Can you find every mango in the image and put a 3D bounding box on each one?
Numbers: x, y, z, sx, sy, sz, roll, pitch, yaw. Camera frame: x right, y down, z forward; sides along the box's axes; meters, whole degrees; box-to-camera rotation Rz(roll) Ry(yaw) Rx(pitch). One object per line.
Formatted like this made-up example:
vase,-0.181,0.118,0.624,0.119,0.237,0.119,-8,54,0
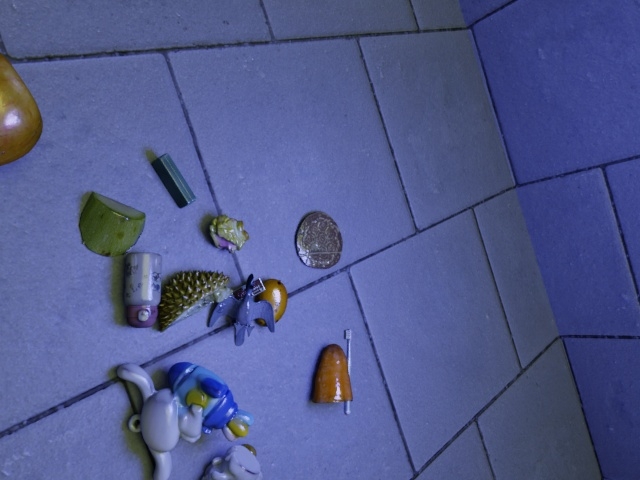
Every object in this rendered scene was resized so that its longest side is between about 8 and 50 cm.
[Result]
mango,-0.180,0.232,1.835,0.114,0.090,0.178,5,82,-23

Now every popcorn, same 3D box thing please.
popcorn,-0.328,-0.026,1.748,0.145,0.125,0.126,48,66,-9

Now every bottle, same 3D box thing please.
bottle,-0.560,0.157,1.546,0.109,0.109,0.234,6,78,-36

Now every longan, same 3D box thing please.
longan,-0.257,0.736,1.694,0.075,0.083,0.075,11,42,-11

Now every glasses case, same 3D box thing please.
glasses case,-0.499,-0.201,1.673,0.039,0.077,0.184,-40,107,-38

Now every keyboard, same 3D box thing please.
keyboard,-0.282,0.196,1.768,0.165,0.017,0.055,-28,101,-12

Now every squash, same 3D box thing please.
squash,-0.644,-0.045,1.532,0.191,0.085,0.184,24,67,-30

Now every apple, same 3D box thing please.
apple,-0.890,-0.334,1.273,0.275,0.299,0.299,-30,101,-19

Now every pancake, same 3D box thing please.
pancake,0.000,0.000,2.048,0.249,0.031,0.250,7,79,-36

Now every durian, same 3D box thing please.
durian,-0.406,0.181,1.640,0.306,0.172,0.167,-37,129,-44

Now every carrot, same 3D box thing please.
carrot,0.052,0.518,1.922,0.159,0.159,0.225,13,72,-35

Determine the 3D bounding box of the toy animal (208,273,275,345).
toy animal,-0.260,0.255,1.734,0.238,0.256,0.176,13,37,-14

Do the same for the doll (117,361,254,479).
doll,-0.414,0.523,1.544,0.365,0.187,0.377,-16,111,-10

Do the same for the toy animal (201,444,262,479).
toy animal,-0.285,0.782,1.609,0.178,0.127,0.193,32,96,-15

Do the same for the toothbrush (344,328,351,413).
toothbrush,0.115,0.543,2.045,0.030,0.025,0.343,6,78,-30
